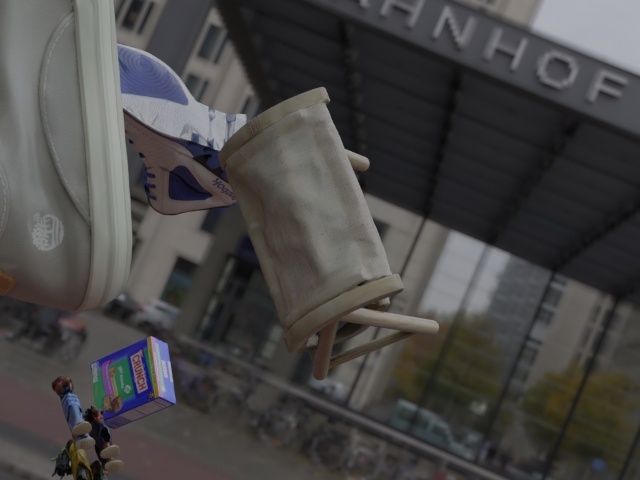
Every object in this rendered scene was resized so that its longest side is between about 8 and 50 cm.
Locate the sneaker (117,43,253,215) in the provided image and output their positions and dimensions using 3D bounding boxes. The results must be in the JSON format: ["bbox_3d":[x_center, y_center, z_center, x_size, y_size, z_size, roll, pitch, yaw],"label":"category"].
[{"bbox_3d":[-0.213,-0.123,2.018,0.315,0.127,0.182,29,-46,-26],"label":"sneaker"}]

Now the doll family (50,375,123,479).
[{"bbox_3d":[-0.277,0.240,1.723,0.076,0.193,0.111,-2,31,-18],"label":"doll family"}]

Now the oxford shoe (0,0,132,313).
[{"bbox_3d":[-0.218,-0.169,0.980,0.130,0.449,0.169,-7,3,-23],"label":"oxford shoe"}]

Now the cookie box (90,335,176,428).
[{"bbox_3d":[-0.253,0.191,1.963,0.107,0.091,0.040,-24,-30,23],"label":"cookie box"}]

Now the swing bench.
[{"bbox_3d":[0.000,0.000,1.694,0.165,0.253,0.254,-23,-20,7],"label":"swing bench"}]
